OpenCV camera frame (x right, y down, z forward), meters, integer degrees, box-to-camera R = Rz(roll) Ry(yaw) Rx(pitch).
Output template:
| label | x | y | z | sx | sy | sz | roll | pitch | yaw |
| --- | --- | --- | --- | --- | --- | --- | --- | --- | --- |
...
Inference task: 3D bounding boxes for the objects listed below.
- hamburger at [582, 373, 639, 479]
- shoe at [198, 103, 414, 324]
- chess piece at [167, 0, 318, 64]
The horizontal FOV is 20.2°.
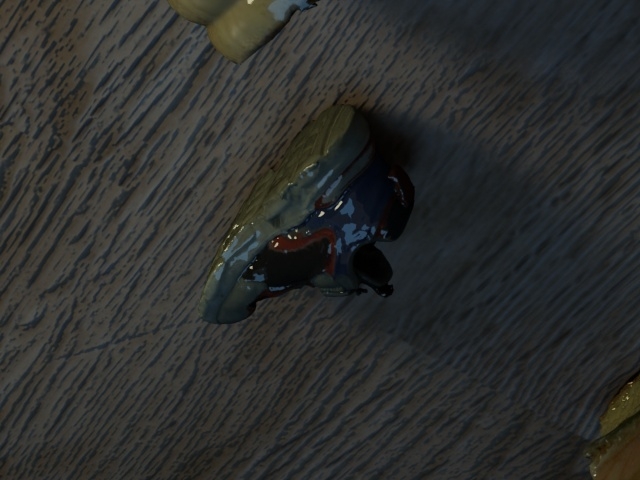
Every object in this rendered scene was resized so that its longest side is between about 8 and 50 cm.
| label | x | y | z | sx | sy | sz | roll | pitch | yaw |
| --- | --- | --- | --- | --- | --- | --- | --- | --- | --- |
| hamburger | 0.324 | 0.144 | 1.430 | 0.155 | 0.135 | 0.208 | 14 | 125 | -21 |
| shoe | 0.000 | 0.000 | 1.368 | 0.125 | 0.099 | 0.227 | 31 | 131 | -12 |
| chess piece | -0.105 | -0.244 | 1.135 | 0.261 | 0.143 | 0.142 | 40 | 132 | -15 |
